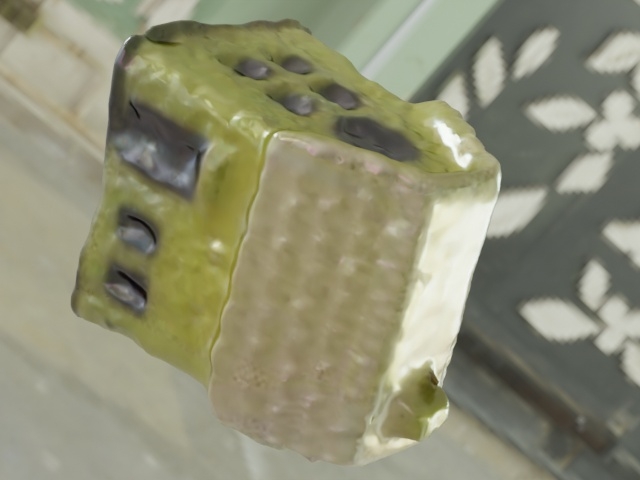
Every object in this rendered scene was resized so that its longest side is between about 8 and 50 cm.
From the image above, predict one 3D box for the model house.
[{"bbox_3d":[0.000,0.000,1.078,0.234,0.193,0.175,29,25,30],"label":"model house"}]
